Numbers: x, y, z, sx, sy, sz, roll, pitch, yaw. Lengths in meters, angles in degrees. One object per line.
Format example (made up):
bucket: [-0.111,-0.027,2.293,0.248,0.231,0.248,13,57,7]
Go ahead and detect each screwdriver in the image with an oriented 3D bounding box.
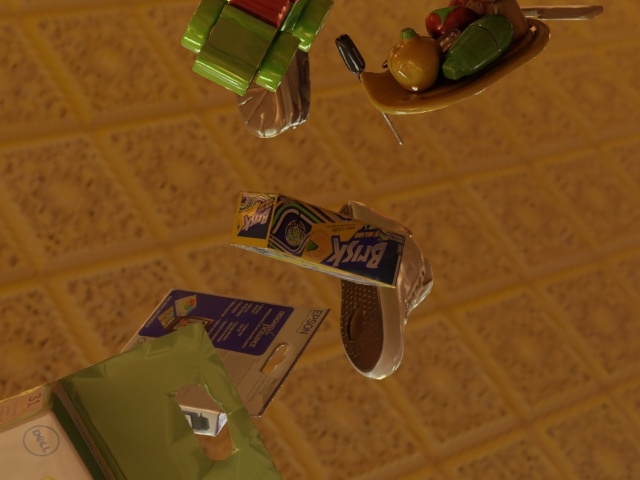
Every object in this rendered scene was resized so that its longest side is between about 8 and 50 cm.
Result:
screwdriver: [0.062,-0.180,2.102,0.170,0.024,0.025,60,-154,-25]

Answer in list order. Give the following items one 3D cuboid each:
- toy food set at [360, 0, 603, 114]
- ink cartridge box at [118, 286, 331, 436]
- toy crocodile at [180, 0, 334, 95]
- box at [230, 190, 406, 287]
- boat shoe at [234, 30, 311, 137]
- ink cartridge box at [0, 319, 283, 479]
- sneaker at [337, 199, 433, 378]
toy food set: [0.125,-0.187,1.485,0.218,0.128,0.071,-34,-62,-30]
ink cartridge box: [-0.117,0.135,1.911,0.208,0.045,0.206,6,-145,23]
toy crocodile: [-0.058,-0.250,1.850,0.115,0.105,0.340,29,-149,1]
box: [0.000,0.000,1.622,0.169,0.059,0.054,17,-97,-40]
boat shoe: [-0.068,-0.280,2.248,0.092,0.102,0.285,-18,-79,-54]
ink cartridge box: [-0.164,0.179,1.295,0.056,0.235,0.171,-94,-19,-63]
sneaker: [0.091,0.061,2.069,0.123,0.106,0.290,19,-145,-19]
